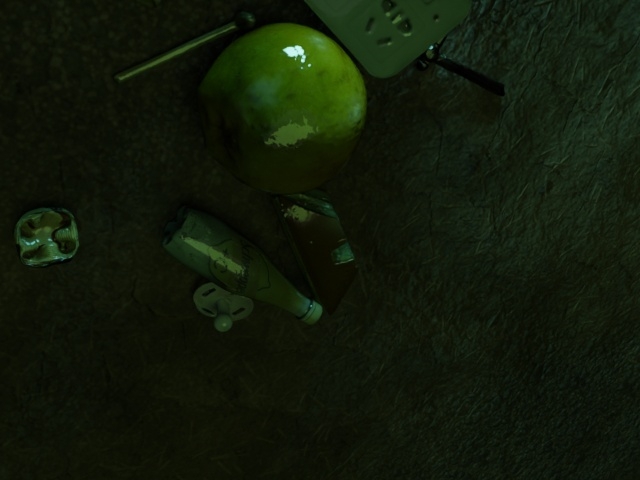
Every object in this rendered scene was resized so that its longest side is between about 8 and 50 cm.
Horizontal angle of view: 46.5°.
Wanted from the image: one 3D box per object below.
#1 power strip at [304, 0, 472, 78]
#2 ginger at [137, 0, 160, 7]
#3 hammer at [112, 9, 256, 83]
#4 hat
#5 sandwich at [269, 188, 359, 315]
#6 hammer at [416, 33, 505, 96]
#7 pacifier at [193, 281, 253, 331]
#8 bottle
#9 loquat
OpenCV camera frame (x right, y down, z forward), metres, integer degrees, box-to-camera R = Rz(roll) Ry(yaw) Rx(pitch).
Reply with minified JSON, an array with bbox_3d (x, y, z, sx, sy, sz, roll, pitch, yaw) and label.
[{"bbox_3d":[0.099,-0.375,0.939,0.261,0.141,0.229,-37,127,18],"label":"power strip"},{"bbox_3d":[-0.152,-0.374,0.842,0.294,0.086,0.131,-39,118,-8],"label":"ginger"},{"bbox_3d":[-0.169,-0.237,0.929,0.195,0.060,0.028,-26,110,-2],"label":"hammer"},{"bbox_3d":[-0.361,-0.006,0.979,0.077,0.059,0.076,-11,107,-24],"label":"hat"},{"bbox_3d":[0.000,0.000,1.123,0.088,0.090,0.244,-25,126,-6],"label":"sandwich"},{"bbox_3d":[0.221,-0.254,1.112,0.178,0.021,0.065,17,110,-32],"label":"hammer"},{"bbox_3d":[-0.151,0.107,1.130,0.081,0.078,0.099,-34,131,24],"label":"pacifier"},{"bbox_3d":[-0.104,0.045,1.090,0.270,0.083,0.083,34,102,-26],"label":"bottle"},{"bbox_3d":[-0.028,-0.171,0.949,0.246,0.213,0.213,-27,128,-30],"label":"loquat"}]
